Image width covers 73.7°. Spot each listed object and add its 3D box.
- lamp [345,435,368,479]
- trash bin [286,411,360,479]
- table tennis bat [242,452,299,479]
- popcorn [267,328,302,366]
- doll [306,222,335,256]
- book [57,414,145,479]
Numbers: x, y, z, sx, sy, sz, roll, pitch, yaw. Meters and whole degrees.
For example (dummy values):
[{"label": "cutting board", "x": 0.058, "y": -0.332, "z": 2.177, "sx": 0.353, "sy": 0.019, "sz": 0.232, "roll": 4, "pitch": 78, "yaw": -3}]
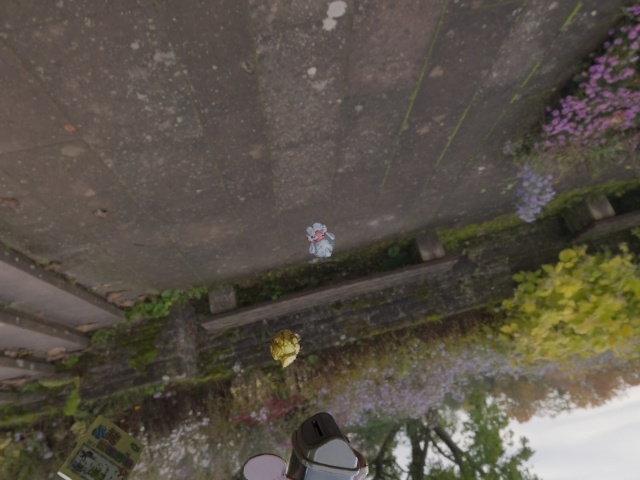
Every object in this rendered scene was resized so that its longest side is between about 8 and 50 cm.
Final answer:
[{"label": "lamp", "x": 0.119, "y": 1.035, "z": 1.966, "sx": 0.151, "sy": 0.223, "sz": 0.215, "roll": -53, "pitch": 162, "yaw": 4}, {"label": "trash bin", "x": -0.008, "y": 0.647, "z": 1.176, "sx": 0.182, "sy": 0.291, "sz": 0.209, "roll": 16, "pitch": 177, "yaw": -12}, {"label": "table tennis bat", "x": -0.106, "y": 0.531, "z": 0.973, "sx": 0.154, "sy": 0.019, "sz": 0.098, "roll": 39, "pitch": 105, "yaw": -23}, {"label": "popcorn", "x": -0.149, "y": 0.454, "z": 1.826, "sx": 0.152, "sy": 0.167, "sz": 0.149, "roll": -2, "pitch": 122, "yaw": 4}, {"label": "doll", "x": 0.000, "y": 0.000, "z": 1.296, "sx": 0.094, "sy": 0.079, "sz": 0.180, "roll": -35, "pitch": 149, "yaw": -6}, {"label": "book", "x": -0.590, "y": 0.597, "z": 1.169, "sx": 0.013, "sy": 0.168, "sz": 0.192, "roll": -42, "pitch": -166, "yaw": 18}]
